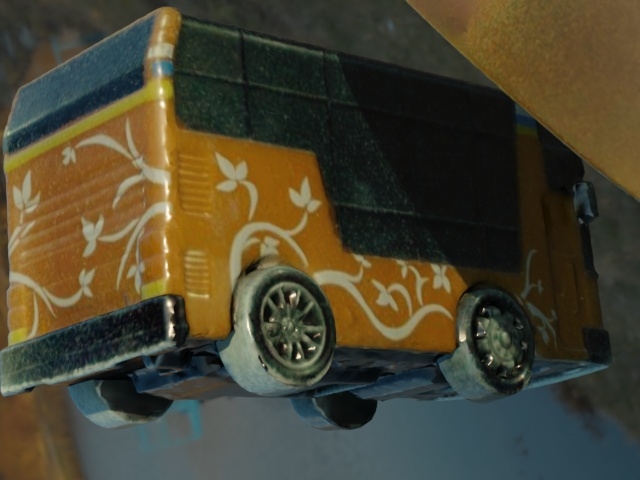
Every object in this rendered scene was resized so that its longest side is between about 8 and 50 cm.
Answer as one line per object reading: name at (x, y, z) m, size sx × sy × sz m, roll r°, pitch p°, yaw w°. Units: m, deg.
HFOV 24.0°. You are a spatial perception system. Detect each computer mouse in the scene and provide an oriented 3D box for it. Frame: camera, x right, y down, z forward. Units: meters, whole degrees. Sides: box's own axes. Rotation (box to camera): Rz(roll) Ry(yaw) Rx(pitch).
computer mouse at (0.091, -0.107, 0.489) m, size 0.245 × 0.126 × 0.056 m, roll 49°, pitch -163°, yaw 30°

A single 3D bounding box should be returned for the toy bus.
toy bus at (0.000, 0.000, 0.702) m, size 0.138 × 0.275 × 0.167 m, roll -19°, pitch 70°, yaw 46°
